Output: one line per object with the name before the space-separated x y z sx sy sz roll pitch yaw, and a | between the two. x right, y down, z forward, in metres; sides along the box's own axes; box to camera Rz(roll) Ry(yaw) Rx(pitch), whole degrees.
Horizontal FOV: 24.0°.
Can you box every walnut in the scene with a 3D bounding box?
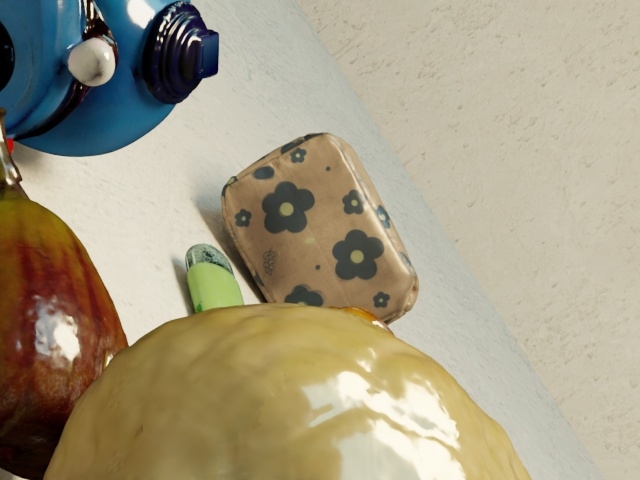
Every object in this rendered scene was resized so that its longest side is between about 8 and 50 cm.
walnut | -0.015 0.223 0.881 0.381 0.381 0.381 50 13 -16

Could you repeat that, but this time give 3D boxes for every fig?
fig | -0.216 0.028 1.031 0.170 0.145 0.274 37 35 -55

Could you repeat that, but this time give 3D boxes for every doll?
doll | -0.242 -0.188 1.372 0.310 0.284 0.240 -42 139 -68

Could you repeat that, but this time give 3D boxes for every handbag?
handbag | 0.000 0.000 1.888 0.252 0.190 0.193 61 6 -2

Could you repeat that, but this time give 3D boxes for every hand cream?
hand cream | -0.106 0.077 1.594 0.095 0.046 0.175 42 24 -44

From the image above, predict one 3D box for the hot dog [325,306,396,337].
hot dog | 0.082 0.230 1.701 0.349 0.117 0.158 58 -17 -12
